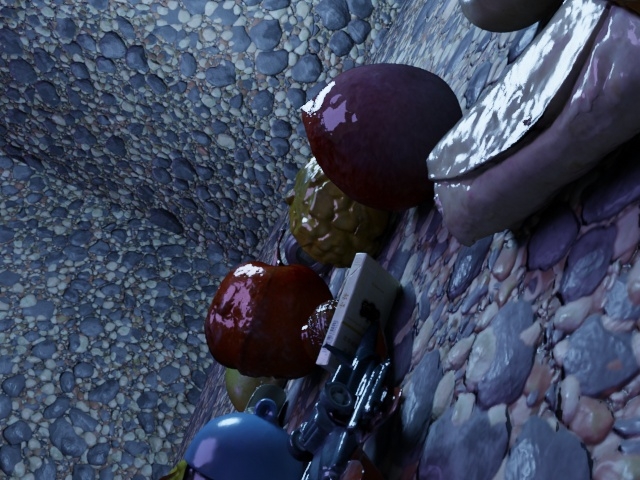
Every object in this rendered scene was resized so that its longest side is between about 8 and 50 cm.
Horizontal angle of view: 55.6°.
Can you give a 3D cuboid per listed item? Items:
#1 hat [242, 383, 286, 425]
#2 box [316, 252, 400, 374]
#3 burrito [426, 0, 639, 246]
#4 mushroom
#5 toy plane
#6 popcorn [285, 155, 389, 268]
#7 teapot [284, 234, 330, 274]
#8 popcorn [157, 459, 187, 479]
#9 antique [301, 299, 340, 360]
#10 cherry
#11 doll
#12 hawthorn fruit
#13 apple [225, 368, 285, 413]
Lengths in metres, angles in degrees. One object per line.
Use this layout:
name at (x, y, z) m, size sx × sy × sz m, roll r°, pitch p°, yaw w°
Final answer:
hat at (-0.109, 0.366, 1.169) m, size 0.166 × 0.081 × 0.122 m, roll -53°, pitch -39°, yaw -38°
box at (0.056, 0.111, 0.839) m, size 0.024 × 0.090 × 0.166 m, roll -2°, pitch 58°, yaw 44°
burrito at (0.209, -0.108, 0.537) m, size 0.299 × 0.105 × 0.143 m, roll 131°, pitch 153°, yaw -55°
mushroom at (0.243, -0.385, 0.791) m, size 0.204 × 0.204 × 0.204 m, roll -61°, pitch 10°, yaw 18°
toy plane at (0.034, 0.185, 0.702) m, size 0.222 × 0.104 × 0.326 m, roll -59°, pitch 10°, yaw 32°
popcorn at (0.037, -0.064, 1.139) m, size 0.250 × 0.190 × 0.250 m, roll -47°, pitch 23°, yaw 27°
teapot at (-0.010, -0.003, 1.441) m, size 0.148 × 0.116 × 0.146 m, roll -64°, pitch -2°, yaw 24°
popcorn at (-0.188, 0.462, 1.023) m, size 0.189 × 0.218 × 0.169 m, roll -52°, pitch -44°, yaw -32°
antique at (0.027, 0.136, 0.899) m, size 0.104 × 0.104 × 0.104 m, roll -61°, pitch 10°, yaw 18°
cherry at (0.095, -0.171, 0.941) m, size 0.239 × 0.239 × 0.206 m, roll -66°, pitch 17°, yaw -9°
doll at (-0.130, 0.381, 0.878) m, size 0.141 × 0.177 × 0.313 m, roll 81°, pitch -150°, yaw -82°
hawthorn fruit at (-0.085, 0.113, 1.100) m, size 0.242 × 0.242 × 0.271 m, roll -157°, pitch 76°, yaw -81°
apple at (-0.134, 0.276, 1.375) m, size 0.193 × 0.120 × 0.264 m, roll -1°, pitch 66°, yaw 67°
